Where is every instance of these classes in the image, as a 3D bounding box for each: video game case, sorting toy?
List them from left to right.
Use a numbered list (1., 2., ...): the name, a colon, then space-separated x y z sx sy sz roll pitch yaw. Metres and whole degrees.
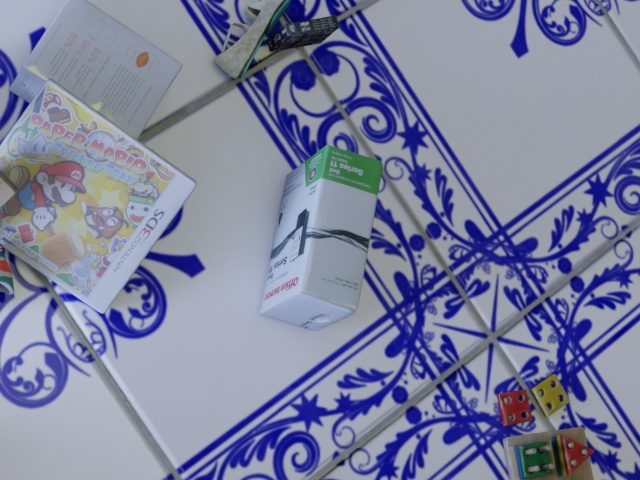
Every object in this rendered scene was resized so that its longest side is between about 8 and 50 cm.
1. video game case: -0.304 -0.053 1.863 0.227 0.026 0.206 35 93 -12
2. sorting toy: 0.331 0.323 2.095 0.132 0.046 0.274 -4 78 -25

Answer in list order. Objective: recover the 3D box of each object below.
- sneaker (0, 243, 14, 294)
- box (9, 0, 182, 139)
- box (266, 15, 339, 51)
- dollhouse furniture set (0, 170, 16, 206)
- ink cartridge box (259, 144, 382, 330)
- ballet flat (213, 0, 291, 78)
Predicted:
1. sneaker: -0.444 0.061 1.802 0.161 0.057 0.075 -22 81 -30
2. box: -0.289 -0.210 1.922 0.170 0.091 0.130 34 65 -13
3. box: -0.024 -0.287 2.076 0.083 0.067 0.018 -14 83 -26
4. dollhouse furniture set: -0.454 -0.100 1.828 0.144 0.123 0.151 -41 109 7
5. ink cartridge box: 0.000 0.000 1.966 0.087 0.153 0.208 17 70 -19
6. ballet flat: -0.091 -0.297 2.057 0.052 0.057 0.168 32 66 -4
